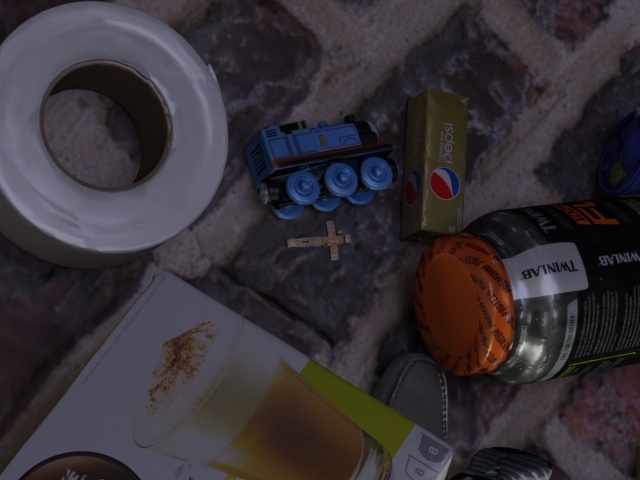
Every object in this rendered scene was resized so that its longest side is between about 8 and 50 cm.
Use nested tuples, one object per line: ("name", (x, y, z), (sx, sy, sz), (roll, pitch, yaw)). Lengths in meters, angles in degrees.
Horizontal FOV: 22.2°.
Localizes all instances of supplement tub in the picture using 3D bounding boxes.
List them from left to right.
("supplement tub", (0.294, 0.057, 1.936), (0.338, 0.207, 0.207), (-7, 81, -30))

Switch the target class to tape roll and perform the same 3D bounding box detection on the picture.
("tape roll", (-0.247, -0.115, 1.797), (0.286, 0.100, 0.286), (6, 76, -23))

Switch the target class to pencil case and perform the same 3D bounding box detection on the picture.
("pencil case", (0.507, -0.081, 2.123), (0.306, 0.119, 0.133), (17, 61, -20))

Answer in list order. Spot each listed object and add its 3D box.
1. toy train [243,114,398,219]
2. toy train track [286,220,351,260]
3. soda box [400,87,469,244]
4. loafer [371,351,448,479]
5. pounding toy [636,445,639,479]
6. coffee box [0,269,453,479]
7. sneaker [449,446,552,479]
("toy train", (0.004, -0.091, 1.920), (0.184, 0.080, 0.105), (-12, 78, -26))
("toy train track", (0.000, 0.000, 1.931), (0.083, 0.014, 0.048), (-4, 80, -25))
("soda box", (0.139, -0.089, 1.988), (0.058, 0.061, 0.181), (9, 74, -22))
("loafer", (0.102, 0.281, 1.858), (0.112, 0.111, 0.319), (13, 73, -22))
("pounding toy", (0.442, 0.292, 1.995), (0.100, 0.141, 0.130), (10, 74, -22))
("coffee box", (-0.116, 0.301, 1.576), (0.334, 0.338, 0.337), (31, 65, 11))
("sneaker", (0.194, 0.323, 1.896), (0.228, 0.086, 0.132), (-10, 114, -60))
